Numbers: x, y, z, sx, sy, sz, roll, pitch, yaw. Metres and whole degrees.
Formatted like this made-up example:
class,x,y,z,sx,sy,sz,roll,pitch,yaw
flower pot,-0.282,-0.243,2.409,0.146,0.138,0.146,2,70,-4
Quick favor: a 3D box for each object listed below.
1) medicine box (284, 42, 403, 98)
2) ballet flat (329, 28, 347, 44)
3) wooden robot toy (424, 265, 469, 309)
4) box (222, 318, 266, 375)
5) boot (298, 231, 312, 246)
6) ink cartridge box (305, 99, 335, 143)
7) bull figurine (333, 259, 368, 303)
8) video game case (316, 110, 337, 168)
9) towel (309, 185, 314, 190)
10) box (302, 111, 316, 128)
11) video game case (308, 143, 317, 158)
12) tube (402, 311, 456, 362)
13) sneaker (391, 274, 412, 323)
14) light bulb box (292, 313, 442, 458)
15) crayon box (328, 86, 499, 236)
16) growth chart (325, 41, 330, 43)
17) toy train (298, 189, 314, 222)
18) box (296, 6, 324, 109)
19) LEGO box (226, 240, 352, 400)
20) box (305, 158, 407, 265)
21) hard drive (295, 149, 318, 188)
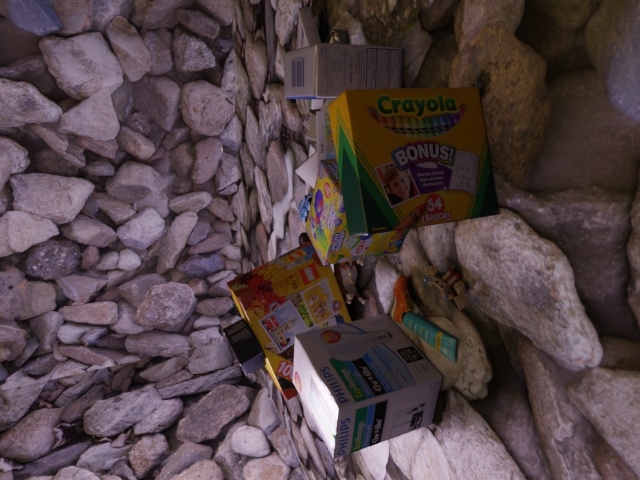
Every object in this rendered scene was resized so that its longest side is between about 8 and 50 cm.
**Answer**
class,x,y,z,sx,sy,sz,roll,pitch,yaw
medicine box,0.065,-0.517,1.426,0.263,0.290,0.148,-147,54,-61
ballet flat,0.058,-0.655,1.660,0.072,0.068,0.212,11,103,60
wooden robot toy,0.364,0.137,1.275,0.079,0.076,0.173,53,177,-36
box,-0.284,0.402,1.720,0.158,0.093,0.156,55,162,26
boot,0.000,0.000,2.067,0.262,0.091,0.228,60,145,33
ink cartridge box,0.058,-0.459,1.705,0.232,0.066,0.189,-57,36,1
bull figurine,0.102,0.111,1.797,0.188,0.101,0.310,-138,33,-57
video game case,0.093,-0.341,1.552,0.023,0.213,0.193,-71,-20,-72
towel,-0.044,-0.266,2.122,0.060,0.010,0.083,-122,15,-45
box,0.024,-0.433,1.828,0.063,0.067,0.324,-60,36,17
video game case,-0.019,-0.334,2.051,0.157,0.019,0.143,-123,33,-46
tube,0.337,0.286,1.394,0.207,0.052,0.080,33,137,53
sneaker,0.275,0.194,1.504,0.068,0.064,0.174,20,123,43
light bulb box,0.137,0.459,1.516,0.358,0.362,0.225,-133,40,-54
crayon box,0.223,-0.188,1.070,0.106,0.364,0.312,173,88,-68
growth chart,0.026,-0.700,1.807,0.237,0.021,0.171,-143,48,-59
toy train,-0.050,-0.159,2.116,0.184,0.080,0.105,118,144,-55
box,-0.039,-0.722,1.821,0.232,0.059,0.321,99,161,-63
LEGO box,-0.092,0.314,1.827,0.193,0.373,0.499,29,143,62
box,0.130,-0.097,1.439,0.289,0.280,0.177,105,148,-43
hard drive,0.041,-0.252,1.751,0.210,0.040,0.319,41,160,-11
